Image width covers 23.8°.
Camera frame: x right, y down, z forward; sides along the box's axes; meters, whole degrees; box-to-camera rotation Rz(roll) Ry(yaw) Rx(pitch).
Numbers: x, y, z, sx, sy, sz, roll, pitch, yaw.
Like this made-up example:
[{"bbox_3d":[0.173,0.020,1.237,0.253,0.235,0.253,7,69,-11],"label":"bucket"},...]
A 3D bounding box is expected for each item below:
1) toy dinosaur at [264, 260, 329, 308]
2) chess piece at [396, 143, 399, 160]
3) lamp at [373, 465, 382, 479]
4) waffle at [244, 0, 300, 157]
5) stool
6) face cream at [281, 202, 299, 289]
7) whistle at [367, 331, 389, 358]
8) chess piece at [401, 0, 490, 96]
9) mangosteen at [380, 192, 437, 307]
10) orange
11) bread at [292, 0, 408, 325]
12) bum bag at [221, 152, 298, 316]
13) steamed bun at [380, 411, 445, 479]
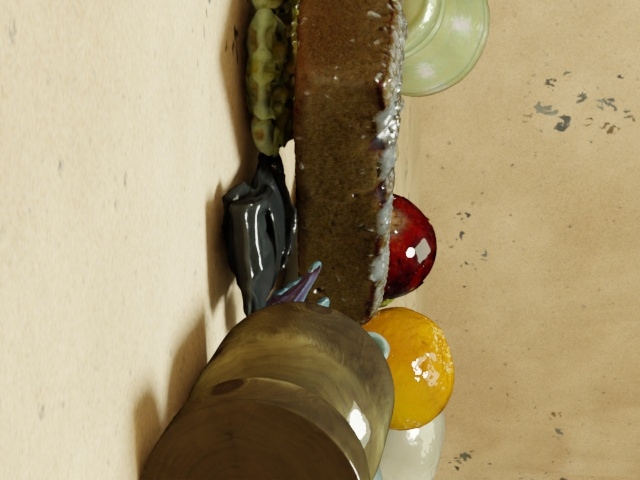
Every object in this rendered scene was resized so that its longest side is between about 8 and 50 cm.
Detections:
[{"bbox_3d":[-0.034,0.070,1.517,0.080,0.045,0.197,-35,169,-38],"label":"toy dinosaur"},{"bbox_3d":[0.097,-0.192,2.595,0.066,0.066,0.122,-79,163,-52],"label":"chess piece"},{"bbox_3d":[0.027,0.324,1.991,0.246,0.108,0.179,35,55,-80],"label":"lamp"},{"bbox_3d":[-0.047,-0.201,1.605,0.223,0.054,0.204,-59,155,-75],"label":"waffle"},{"bbox_3d":[-0.035,0.172,1.295,0.264,0.179,0.179,-63,153,-73],"label":"stool"},{"bbox_3d":[0.000,0.000,1.889,0.107,0.073,0.269,88,8,-46],"label":"face cream"},{"bbox_3d":[-0.030,0.197,1.564,0.290,0.163,0.163,-44,151,-21],"label":"whistle"},{"bbox_3d":[0.121,-0.348,2.269,0.442,0.234,0.234,-3,93,-77],"label":"chess piece"},{"bbox_3d":[0.077,0.019,2.137,0.180,0.166,0.166,99,0,-46],"label":"mangosteen"},{"bbox_3d":[0.109,0.180,2.136,0.177,0.155,0.177,-10,90,-84],"label":"orange"},{"bbox_3d":[0.029,-0.085,1.624,0.416,0.113,0.165,90,5,-52],"label":"bread"},{"bbox_3d":[-0.059,-0.011,1.520,0.248,0.060,0.123,-66,156,-71],"label":"bum bag"},{"bbox_3d":[0.091,0.287,2.271,0.131,0.177,0.228,13,87,-51],"label":"steamed bun"}]
